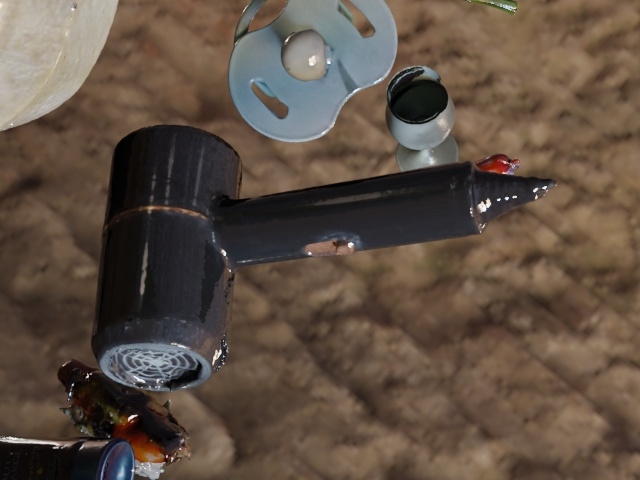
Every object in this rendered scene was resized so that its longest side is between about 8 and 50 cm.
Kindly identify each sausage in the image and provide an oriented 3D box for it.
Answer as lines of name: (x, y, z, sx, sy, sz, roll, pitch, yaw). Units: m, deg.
sausage: (0.191, -0.079, 2.060, 0.048, 0.145, 0.050, -25, -88, -56)

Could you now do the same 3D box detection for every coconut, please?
coconut: (-0.220, -0.155, 0.940, 0.202, 0.202, 0.222, 37, -170, -4)

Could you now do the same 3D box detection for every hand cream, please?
hand cream: (-0.325, 0.278, 1.885, 0.270, 0.120, 0.061, -11, 150, 42)

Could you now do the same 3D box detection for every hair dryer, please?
hair dryer: (0.000, 0.000, 1.193, 0.107, 0.352, 0.189, 54, -147, -54)

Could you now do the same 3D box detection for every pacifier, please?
pacifier: (-0.013, -0.155, 1.310, 0.126, 0.150, 0.116, 54, -174, 1)

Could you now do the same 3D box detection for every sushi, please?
sushi: (-0.233, 0.215, 1.936, 0.226, 0.103, 0.097, 35, -158, 33)

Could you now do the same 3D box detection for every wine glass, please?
wine glass: (0.115, -0.130, 1.834, 0.079, 0.079, 0.195, 39, 172, 15)

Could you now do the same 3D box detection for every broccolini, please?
broccolini: (0.128, -0.281, 1.839, 0.218, 0.044, 0.042, 13, -163, -22)
